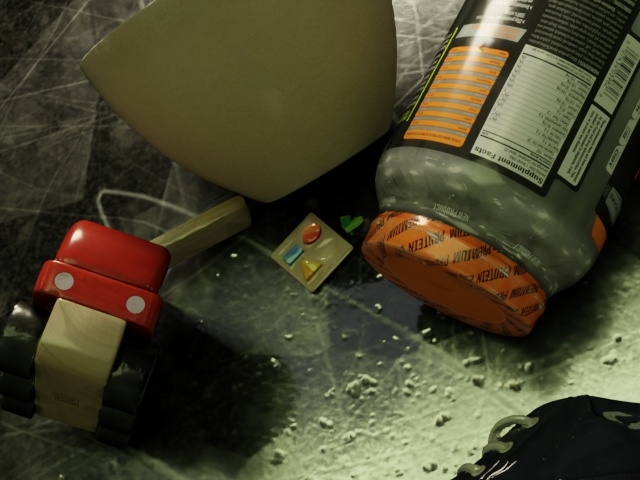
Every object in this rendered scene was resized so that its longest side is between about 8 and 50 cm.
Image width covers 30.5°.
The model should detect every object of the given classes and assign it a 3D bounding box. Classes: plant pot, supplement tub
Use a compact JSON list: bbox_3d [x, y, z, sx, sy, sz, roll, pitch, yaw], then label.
[{"bbox_3d":[-0.042,-0.147,1.046,0.284,0.284,0.191,-31,97,3],"label":"plant pot"},{"bbox_3d":[0.171,-0.093,0.964,0.194,0.193,0.316,23,77,26],"label":"supplement tub"}]

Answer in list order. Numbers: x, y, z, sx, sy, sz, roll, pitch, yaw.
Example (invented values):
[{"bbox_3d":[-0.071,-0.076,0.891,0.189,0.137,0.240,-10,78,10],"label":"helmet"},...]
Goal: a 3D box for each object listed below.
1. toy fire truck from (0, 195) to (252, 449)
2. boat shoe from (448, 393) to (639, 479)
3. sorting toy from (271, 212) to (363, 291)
[{"bbox_3d":[-0.160,0.041,1.019,0.159,0.217,0.246,19,66,-5],"label":"toy fire truck"},{"bbox_3d":[0.132,0.206,0.896,0.341,0.127,0.158,0,60,10],"label":"boat shoe"},{"bbox_3d":[0.000,0.000,1.083,0.083,0.012,0.062,-47,61,-5],"label":"sorting toy"}]
